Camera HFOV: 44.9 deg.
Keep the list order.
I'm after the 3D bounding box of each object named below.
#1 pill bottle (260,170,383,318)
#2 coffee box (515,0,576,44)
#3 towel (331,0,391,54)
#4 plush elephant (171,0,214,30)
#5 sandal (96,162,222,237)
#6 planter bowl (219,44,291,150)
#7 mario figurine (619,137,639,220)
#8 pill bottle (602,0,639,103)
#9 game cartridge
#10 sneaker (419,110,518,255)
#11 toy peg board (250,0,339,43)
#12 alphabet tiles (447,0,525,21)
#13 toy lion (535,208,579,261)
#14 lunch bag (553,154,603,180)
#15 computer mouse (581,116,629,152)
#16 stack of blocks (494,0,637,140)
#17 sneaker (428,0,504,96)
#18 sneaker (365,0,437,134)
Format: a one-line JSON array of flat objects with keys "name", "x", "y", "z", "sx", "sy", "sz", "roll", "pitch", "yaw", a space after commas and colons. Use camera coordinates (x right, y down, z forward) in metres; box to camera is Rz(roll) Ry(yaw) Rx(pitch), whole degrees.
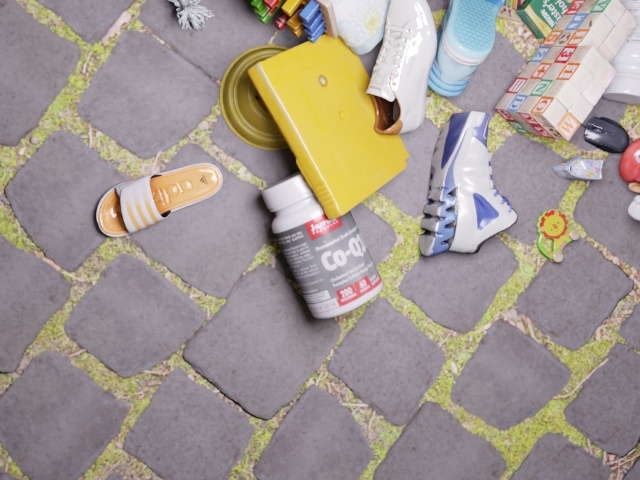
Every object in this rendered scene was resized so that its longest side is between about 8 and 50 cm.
[{"name": "pill bottle", "x": 0.000, "y": 0.000, "z": 1.559, "sx": 0.161, "sy": 0.161, "sz": 0.283, "roll": -26, "pitch": 98, "yaw": -8}, {"name": "coffee box", "x": 0.521, "y": -0.522, "z": 1.676, "sx": 0.184, "sy": 0.040, "sz": 0.113, "roll": -47, "pitch": 112, "yaw": -4}, {"name": "towel", "x": 0.086, "y": -0.603, "z": 1.495, "sx": 0.320, "sy": 0.090, "sz": 0.375, "roll": 39, "pitch": 77, "yaw": -42}, {"name": "plush elephant", "x": -0.208, "y": -0.571, "z": 1.426, "sx": 0.255, "sy": 0.272, "sz": 0.330, "roll": -9, "pitch": 115, "yaw": 30}, {"name": "sandal", "x": -0.322, "y": -0.091, "z": 1.538, "sx": 0.265, "sy": 0.076, "sz": 0.102, "roll": -24, "pitch": 97, "yaw": -8}, {"name": "planter bowl", "x": -0.092, "y": -0.292, "z": 1.561, "sx": 0.217, "sy": 0.090, "sz": 0.217, "roll": -1, "pitch": 94, "yaw": -10}, {"name": "mario figurine", "x": 0.791, "y": -0.108, "z": 1.691, "sx": 0.320, "sy": 0.170, "sz": 0.198, "roll": 35, "pitch": 52, "yaw": -18}, {"name": "pill bottle", "x": 0.686, "y": -0.420, "z": 1.676, "sx": 0.131, "sy": 0.131, "sz": 0.229, "roll": 11, "pitch": 91, "yaw": -11}, {"name": "game cartridge", "x": 0.028, "y": -0.238, "z": 1.531, "sx": 0.285, "sy": 0.052, "sz": 0.324, "roll": -36, "pitch": 102, "yaw": -45}, {"name": "sneaker", "x": 0.329, "y": -0.109, "z": 1.643, "sx": 0.182, "sy": 0.127, "sz": 0.316, "roll": 10, "pitch": 98, "yaw": -15}, {"name": "toy peg board", "x": -0.056, "y": -0.431, "z": 1.450, "sx": 0.160, "sy": 0.161, "sz": 0.079, "roll": 39, "pitch": 89, "yaw": 9}, {"name": "alphabet tiles", "x": 0.386, "y": -0.659, "z": 1.668, "sx": 0.285, "sy": 0.011, "sz": 0.343, "roll": 10, "pitch": 92, "yaw": -11}, {"name": "toy lion", "x": 0.518, "y": -0.015, "z": 1.723, "sx": 0.096, "sy": 0.034, "sz": 0.100, "roll": 37, "pitch": 87, "yaw": -3}, {"name": "lunch bag", "x": 0.565, "y": -0.159, "z": 1.700, "sx": 0.083, "sy": 0.071, "sz": 0.053, "roll": 2, "pitch": 91, "yaw": -10}, {"name": "computer mouse", "x": 0.584, "y": -0.260, "z": 1.713, "sx": 0.242, "sy": 0.041, "sz": 0.071, "roll": 22, "pitch": 90, "yaw": -10}, {"name": "stack of blocks", "x": 0.519, "y": -0.358, "z": 1.599, "sx": 0.087, "sy": 0.171, "sz": 0.297, "roll": 37, "pitch": 88, "yaw": -25}, {"name": "sneaker", "x": 0.286, "y": -0.435, "z": 1.610, "sx": 0.127, "sy": 0.208, "sz": 0.319, "roll": 25, "pitch": 57, "yaw": -3}, {"name": "sneaker", "x": 0.152, "y": -0.342, "z": 1.513, "sx": 0.123, "sy": 0.105, "sz": 0.290, "roll": -24, "pitch": 122, "yaw": -38}]
